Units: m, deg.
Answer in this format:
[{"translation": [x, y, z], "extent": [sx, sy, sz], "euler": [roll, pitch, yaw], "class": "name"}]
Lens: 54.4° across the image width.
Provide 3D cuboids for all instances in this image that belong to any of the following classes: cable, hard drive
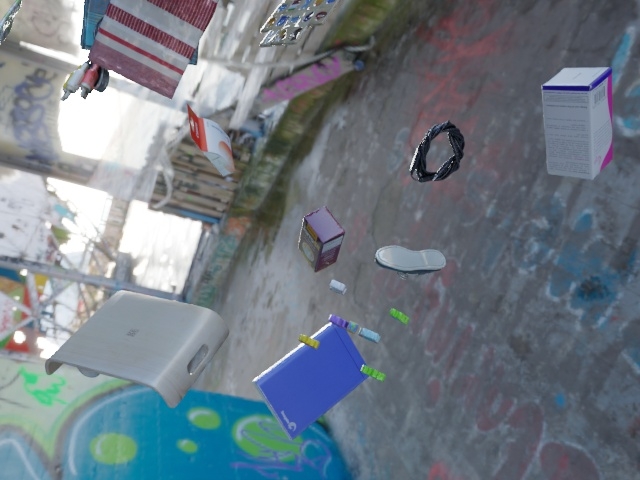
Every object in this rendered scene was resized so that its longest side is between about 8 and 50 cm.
[{"translation": [-0.609, -0.498, 1.680], "extent": [0.140, 0.072, 0.287], "euler": [2, 72, 35], "class": "cable"}, {"translation": [-0.019, 0.410, 1.859], "extent": [0.319, 0.210, 0.040], "euler": [-34, 11, -23], "class": "hard drive"}, {"translation": [0.327, -0.237, 1.684], "extent": [0.047, 0.151, 0.184], "euler": [-121, 39, -51], "class": "cable"}]

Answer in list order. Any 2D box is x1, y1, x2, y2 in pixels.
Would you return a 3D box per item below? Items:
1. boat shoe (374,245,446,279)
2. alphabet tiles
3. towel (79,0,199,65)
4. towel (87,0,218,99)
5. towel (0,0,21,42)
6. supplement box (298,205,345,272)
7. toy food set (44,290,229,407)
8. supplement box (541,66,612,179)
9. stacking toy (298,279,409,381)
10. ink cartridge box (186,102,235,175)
[{"translation": [0.276, 0.070, 1.975], "extent": [0.079, 0.255, 0.095], "euler": [-52, 48, 48], "class": "boat shoe"}, {"translation": [-0.019, -0.633, 1.617], "extent": [0.285, 0.011, 0.342], "euler": [18, 70, 51], "class": "alphabet tiles"}, {"translation": [-0.555, -0.713, 1.968], "extent": [0.040, 0.370, 0.271], "euler": [29, 114, 58], "class": "towel"}, {"translation": [-0.425, -0.555, 1.600], "extent": [0.329, 0.237, 0.037], "euler": [-56, 25, 23], "class": "towel"}, {"translation": [-0.797, -0.534, 1.573], "extent": [0.113, 0.023, 0.152], "euler": [-39, 34, 37], "class": "towel"}, {"translation": [0.000, 0.000, 1.832], "extent": [0.104, 0.081, 0.188], "euler": [54, 157, 22], "class": "supplement box"}, {"translation": [-0.365, 0.218, 1.254], "extent": [0.219, 0.306, 0.092], "euler": [-55, -34, -49], "class": "toy food set"}, {"translation": [0.576, -0.261, 1.388], "extent": [0.114, 0.111, 0.220], "euler": [14, 130, 44], "class": "supplement box"}, {"translation": [0.081, 0.212, 1.478], "extent": [0.166, 0.221, 0.052], "euler": [-63, -9, -14], "class": "stacking toy"}, {"translation": [-0.304, -0.287, 1.733], "extent": [0.045, 0.179, 0.145], "euler": [-22, 52, 9], "class": "ink cartridge box"}]
